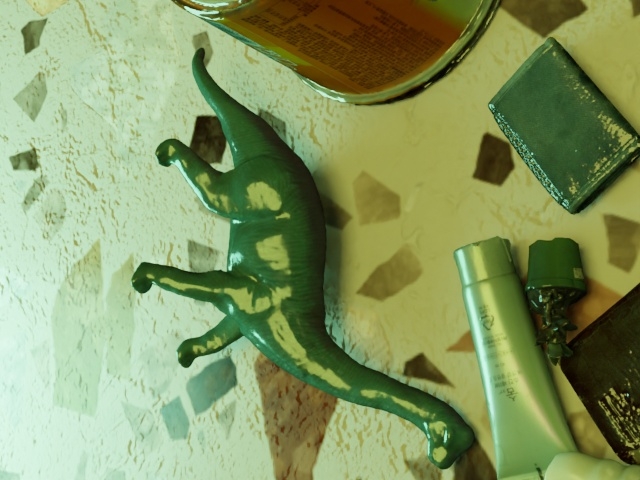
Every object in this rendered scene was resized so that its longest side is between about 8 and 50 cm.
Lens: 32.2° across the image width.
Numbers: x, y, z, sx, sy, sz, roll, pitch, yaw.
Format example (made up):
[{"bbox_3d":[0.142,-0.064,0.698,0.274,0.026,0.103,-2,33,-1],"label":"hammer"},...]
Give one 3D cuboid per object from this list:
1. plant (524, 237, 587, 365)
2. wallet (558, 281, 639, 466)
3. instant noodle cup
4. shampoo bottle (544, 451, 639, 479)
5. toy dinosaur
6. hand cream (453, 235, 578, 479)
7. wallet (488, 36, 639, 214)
[{"bbox_3d":[0.189,0.051,0.887,0.051,0.051,0.102,-12,67,37],"label":"plant"},{"bbox_3d":[0.287,0.064,0.823,0.232,0.031,0.122,-45,60,26],"label":"wallet"},{"bbox_3d":[-0.004,-0.281,0.980,0.296,0.214,0.297,-6,80,37],"label":"instant noodle cup"},{"bbox_3d":[0.245,0.204,0.825,0.151,0.045,0.077,4,106,32],"label":"shampoo bottle"},{"bbox_3d":[0.000,0.000,1.032,0.330,0.129,0.384,3,85,28],"label":"toy dinosaur"},{"bbox_3d":[0.157,0.100,0.913,0.078,0.050,0.205,-19,78,29],"label":"hand cream"},{"bbox_3d":[0.201,-0.093,0.914,0.088,0.026,0.129,-48,59,28],"label":"wallet"}]
